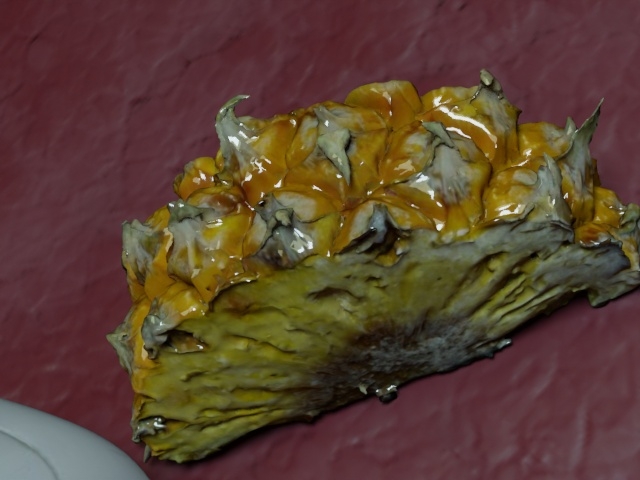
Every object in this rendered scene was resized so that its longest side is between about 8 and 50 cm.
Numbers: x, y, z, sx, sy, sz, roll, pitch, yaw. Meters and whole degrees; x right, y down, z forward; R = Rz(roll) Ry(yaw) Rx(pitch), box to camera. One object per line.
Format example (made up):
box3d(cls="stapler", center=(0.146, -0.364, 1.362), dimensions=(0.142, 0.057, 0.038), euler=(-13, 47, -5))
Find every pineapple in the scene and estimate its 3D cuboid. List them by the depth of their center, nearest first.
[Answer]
box3d(cls="pineapple", center=(0.000, 0.001, 0.613), dimensions=(0.233, 0.135, 0.079), euler=(-22, 55, 15))

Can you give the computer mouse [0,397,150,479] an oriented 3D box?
box3d(cls="computer mouse", center=(-0.199, 0.134, 0.646), dimensions=(0.296, 0.121, 0.184), euler=(14, 72, 30))
